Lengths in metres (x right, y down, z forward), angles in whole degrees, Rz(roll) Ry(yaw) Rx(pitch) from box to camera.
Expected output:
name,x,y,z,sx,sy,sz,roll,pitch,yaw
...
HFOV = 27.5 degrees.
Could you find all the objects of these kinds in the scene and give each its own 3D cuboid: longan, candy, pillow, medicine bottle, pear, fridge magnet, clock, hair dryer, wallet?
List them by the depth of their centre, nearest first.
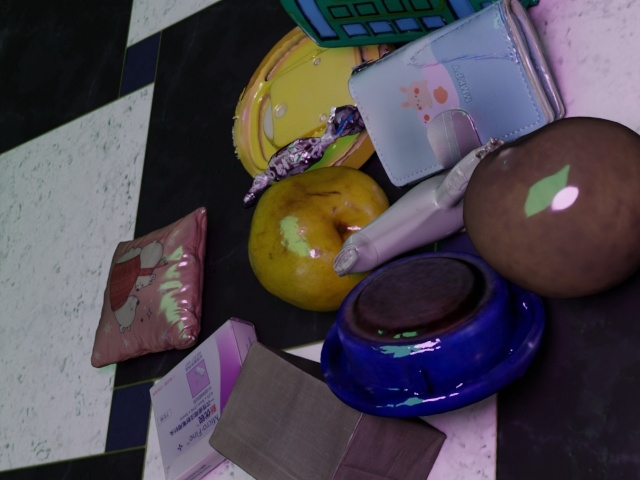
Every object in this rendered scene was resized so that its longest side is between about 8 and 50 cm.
name,x,y,z,sx,sy,sz,roll,pitch,yaw
longan,0.266,-0.033,1.409,0.220,0.196,0.196,-23,55,20
fridge magnet,0.124,0.102,1.489,0.265,0.113,0.265,-15,28,8
hair dryer,0.135,-0.051,1.517,0.075,0.206,0.237,55,143,9
wallet,0.166,-0.178,1.622,0.250,0.075,0.176,-21,94,38
pear,0.000,0.000,1.693,0.200,0.200,0.200,-23,56,39
candy,-0.030,-0.114,1.743,0.226,0.094,0.051,-37,88,32
medicine bottle,-0.153,0.232,1.845,0.201,0.052,0.171,-40,47,30
clock,0.005,-0.192,1.862,0.293,0.071,0.277,-18,57,32
pillow,-0.260,0.075,2.009,0.236,0.084,0.223,-18,57,38

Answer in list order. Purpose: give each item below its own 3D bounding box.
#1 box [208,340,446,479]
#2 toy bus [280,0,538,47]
name,x,y,z,sx,sy,sz,roll,pitch,yaw
box,0.004,0.244,1.591,0.231,0.149,0.155,23,89,50
toy bus,0.115,-0.360,1.684,0.343,0.199,0.183,1,49,32
